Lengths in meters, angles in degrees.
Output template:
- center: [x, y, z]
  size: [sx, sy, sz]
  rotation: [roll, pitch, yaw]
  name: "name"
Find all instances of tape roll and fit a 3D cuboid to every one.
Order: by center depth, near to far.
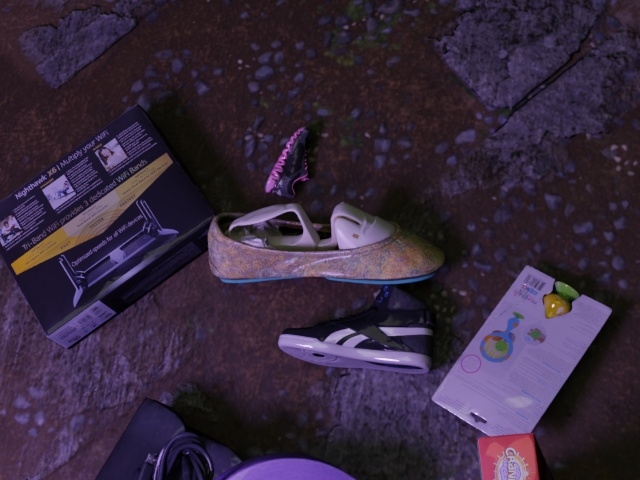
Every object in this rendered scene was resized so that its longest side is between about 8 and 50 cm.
- center: [-0.043, 0.413, 1.580]
  size: [0.275, 0.090, 0.274]
  rotation: [1, 86, -8]
  name: "tape roll"

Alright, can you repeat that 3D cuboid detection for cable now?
- center: [-0.194, 0.336, 1.561]
  size: [0.151, 0.047, 0.184]
  rotation: [-21, 43, 41]
  name: "cable"

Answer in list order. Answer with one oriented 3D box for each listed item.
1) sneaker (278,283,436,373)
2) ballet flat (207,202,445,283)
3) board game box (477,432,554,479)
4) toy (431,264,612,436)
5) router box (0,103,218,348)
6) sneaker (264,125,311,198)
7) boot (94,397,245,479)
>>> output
- center: [0.056, 0.116, 1.737]
  size: [0.217, 0.079, 0.121]
  rotation: [7, 69, 8]
  name: "sneaker"
- center: [0.000, 0.000, 1.756]
  size: [0.349, 0.123, 0.123]
  rotation: [-1, 70, 17]
  name: "ballet flat"
- center: [0.248, 0.376, 1.454]
  size: [0.064, 0.316, 0.242]
  rotation: [-9, 69, 12]
  name: "board game box"
- center: [0.275, 0.162, 1.669]
  size: [0.137, 0.056, 0.237]
  rotation: [30, 75, 26]
  name: "toy"
- center: [-0.331, -0.023, 1.881]
  size: [0.309, 0.081, 0.243]
  rotation: [-35, 66, 0]
  name: "router box"
- center: [-0.037, -0.115, 1.865]
  size: [0.057, 0.047, 0.119]
  rotation: [27, 79, 0]
  name: "sneaker"
- center: [-0.343, 0.405, 1.689]
  size: [0.367, 0.146, 0.445]
  rotation: [31, 83, 14]
  name: "boot"
